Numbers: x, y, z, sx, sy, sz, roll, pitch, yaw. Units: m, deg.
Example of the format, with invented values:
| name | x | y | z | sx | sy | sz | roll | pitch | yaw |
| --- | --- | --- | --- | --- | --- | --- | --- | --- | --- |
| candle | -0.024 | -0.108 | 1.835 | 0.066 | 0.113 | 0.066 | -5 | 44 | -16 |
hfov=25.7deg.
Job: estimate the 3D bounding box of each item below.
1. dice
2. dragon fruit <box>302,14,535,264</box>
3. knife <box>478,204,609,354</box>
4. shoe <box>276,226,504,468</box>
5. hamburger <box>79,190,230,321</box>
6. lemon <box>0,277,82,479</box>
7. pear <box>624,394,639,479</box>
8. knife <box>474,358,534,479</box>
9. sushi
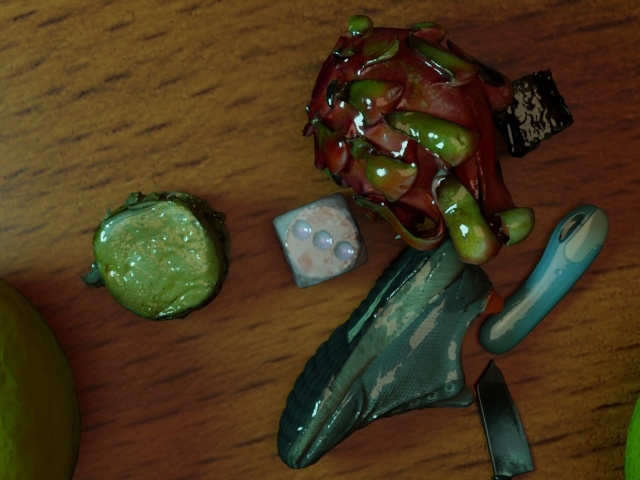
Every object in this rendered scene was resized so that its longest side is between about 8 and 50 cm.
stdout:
| name | x | y | z | sx | sy | sz | roll | pitch | yaw |
| --- | --- | --- | --- | --- | --- | --- | --- | --- | --- |
| dice | 0.000 | 0.000 | 1.654 | 0.091 | 0.094 | 0.093 | -22 | 93 | -5 |
| dragon fruit | 0.101 | -0.107 | 1.574 | 0.243 | 0.227 | 0.307 | -1 | 62 | -3 |
| knife | 0.272 | 0.048 | 1.708 | 0.064 | 0.031 | 0.222 | 40 | 91 | -7 |
| shoe | 0.097 | 0.157 | 1.656 | 0.171 | 0.132 | 0.336 | 40 | 84 | -13 |
| hamburger | -0.190 | 0.020 | 1.628 | 0.184 | 0.131 | 0.159 | -17 | 100 | 2 |
| lemon | -0.420 | 0.188 | 1.508 | 0.347 | 0.348 | 0.348 | 0 | 90 | -4 |
| pear | 0.523 | 0.246 | 1.571 | 0.390 | 0.391 | 0.391 | 0 | 90 | -4 |
| knife | 0.228 | 0.259 | 1.710 | 0.060 | 0.028 | 0.231 | -11 | 88 | -17 |
| sushi | 0.243 | -0.149 | 1.674 | 0.098 | 0.094 | 0.084 | -28 | 91 | -8 |
